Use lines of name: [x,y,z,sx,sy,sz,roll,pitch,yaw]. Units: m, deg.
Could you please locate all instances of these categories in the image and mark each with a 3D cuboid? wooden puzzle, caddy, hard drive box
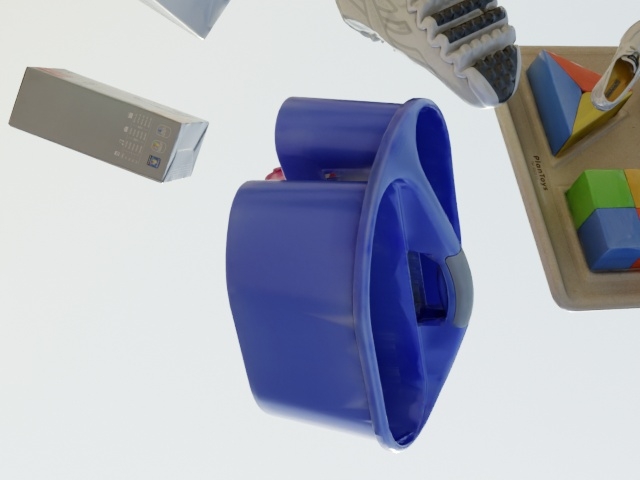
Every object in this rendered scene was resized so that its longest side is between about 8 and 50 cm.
wooden puzzle: [0.355,-0.084,1.997,0.080,0.348,0.322,-53,-136,50]
caddy: [0.047,0.029,1.657,0.179,0.341,0.241,8,-132,18]
hard drive box: [-0.292,-0.162,2.637,0.181,0.232,0.089,-29,139,-81]

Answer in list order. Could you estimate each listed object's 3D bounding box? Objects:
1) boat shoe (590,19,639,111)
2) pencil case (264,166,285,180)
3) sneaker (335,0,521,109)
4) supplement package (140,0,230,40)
boat shoe: [0.285,-0.164,1.749,0.100,0.035,0.035,-54,-175,-10]
pencil case: [0.000,0.000,2.229,0.095,0.209,0.098,-25,-151,-11]
sneaker: [0.091,-0.234,1.908,0.110,0.292,0.118,-20,154,-40]
supplement package: [-0.122,-0.290,1.306,0.204,0.145,0.262,-56,161,1]
